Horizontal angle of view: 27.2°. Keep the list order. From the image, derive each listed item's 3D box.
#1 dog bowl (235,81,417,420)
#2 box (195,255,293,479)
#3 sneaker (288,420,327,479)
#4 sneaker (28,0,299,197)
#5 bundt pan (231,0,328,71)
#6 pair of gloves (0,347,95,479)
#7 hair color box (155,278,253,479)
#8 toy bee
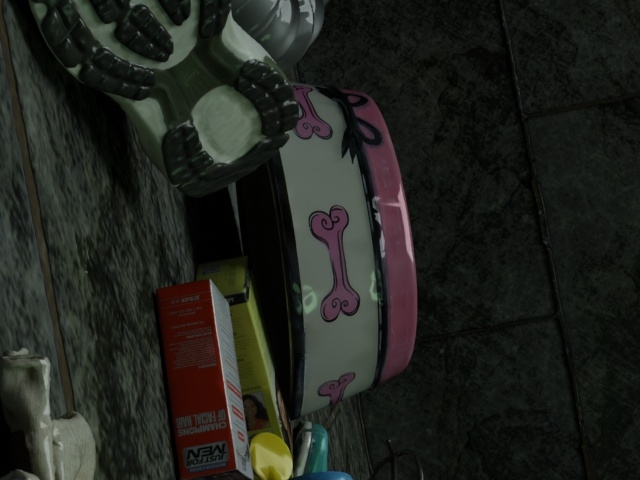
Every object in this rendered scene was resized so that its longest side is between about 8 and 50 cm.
[{"bbox_3d":[0.000,0.000,1.551,0.408,0.150,0.408,173,-90,-81],"label":"dog bowl"},{"bbox_3d":[-0.078,0.138,1.391,0.087,0.058,0.232,-94,171,-63],"label":"box"},{"bbox_3d":[0.007,0.331,1.520,0.107,0.110,0.275,-95,180,-71],"label":"sneaker"},{"bbox_3d":[-0.156,-0.192,1.011,0.182,0.158,0.410,46,-11,29],"label":"sneaker"},{"bbox_3d":[-0.087,-0.315,1.351,0.331,0.124,0.331,-11,90,-69],"label":"bundt pan"},{"bbox_3d":[-0.144,0.144,0.635,0.240,0.042,0.204,65,15,-76],"label":"pair of gloves"},{"bbox_3d":[-0.101,0.128,1.156,0.093,0.053,0.167,69,10,-73],"label":"hair color box"},{"bbox_3d":[-0.037,0.258,1.241,0.195,0.162,0.298,-108,-153,-46],"label":"toy bee"}]
